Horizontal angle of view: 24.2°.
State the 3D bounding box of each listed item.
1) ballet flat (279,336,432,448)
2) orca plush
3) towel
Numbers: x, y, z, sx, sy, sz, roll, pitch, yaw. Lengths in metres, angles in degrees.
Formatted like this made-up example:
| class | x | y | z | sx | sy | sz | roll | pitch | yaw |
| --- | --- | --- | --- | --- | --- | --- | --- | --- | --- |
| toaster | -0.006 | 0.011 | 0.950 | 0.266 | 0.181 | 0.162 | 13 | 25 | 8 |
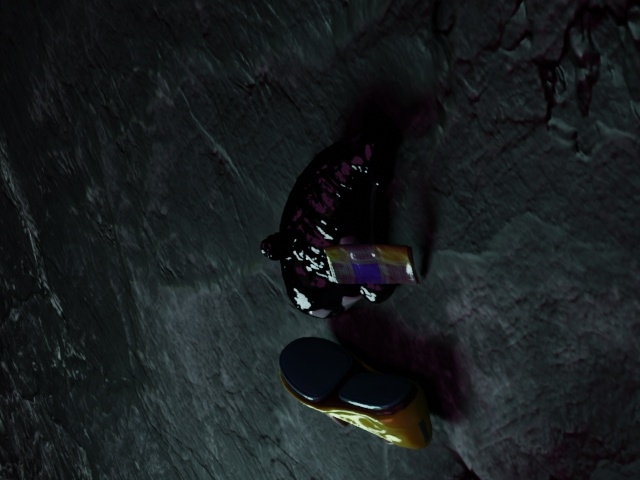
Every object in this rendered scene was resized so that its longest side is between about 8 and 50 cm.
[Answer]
| class | x | y | z | sx | sy | sz | roll | pitch | yaw |
| --- | --- | --- | --- | --- | --- | --- | --- | --- | --- |
| ballet flat | 0.036 | 0.161 | 1.516 | 0.231 | 0.077 | 0.077 | 16 | 144 | 56 |
| orca plush | 0.000 | 0.000 | 1.388 | 0.151 | 0.102 | 0.287 | 59 | 154 | 9 |
| towel | 0.047 | 0.022 | 1.353 | 0.060 | 0.083 | 0.009 | 74 | -158 | -54 |
